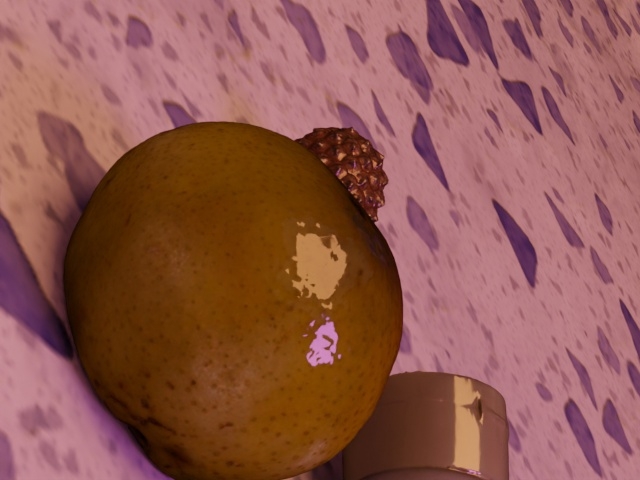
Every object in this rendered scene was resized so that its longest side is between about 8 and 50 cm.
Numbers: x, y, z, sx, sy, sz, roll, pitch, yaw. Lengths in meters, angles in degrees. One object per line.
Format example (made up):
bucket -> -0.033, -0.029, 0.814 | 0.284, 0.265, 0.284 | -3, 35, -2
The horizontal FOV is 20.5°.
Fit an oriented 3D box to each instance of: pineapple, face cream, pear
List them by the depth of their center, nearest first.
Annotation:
pear -> -0.021, 0.020, 0.650 | 0.141, 0.104, 0.141 | 47, 30, -38
face cream -> 0.042, 0.166, 0.690 | 0.114, 0.070, 0.224 | 35, 46, -46
pineapple -> 0.000, 0.000, 0.780 | 0.058, 0.058, 0.124 | 51, 24, -25
